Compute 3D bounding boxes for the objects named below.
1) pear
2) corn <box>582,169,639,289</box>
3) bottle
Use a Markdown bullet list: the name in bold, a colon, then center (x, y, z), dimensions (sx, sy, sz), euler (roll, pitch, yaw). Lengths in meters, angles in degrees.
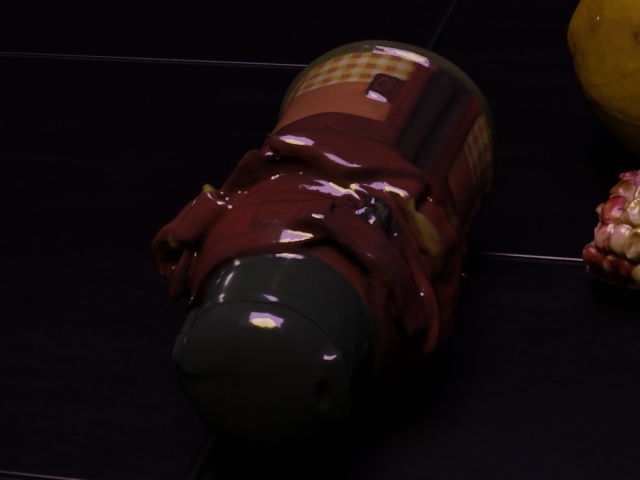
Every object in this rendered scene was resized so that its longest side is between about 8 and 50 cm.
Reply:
- **pear**: center (0.230, -0.110, 1.119), dimensions (0.162, 0.149, 0.149), euler (2, 29, 28)
- **corn**: center (0.280, -0.006, 0.982), dimensions (0.281, 0.092, 0.092), euler (4, 30, 18)
- **bottle**: center (0.000, 0.000, 0.964), dimensions (0.156, 0.143, 0.271), euler (5, 32, 17)
